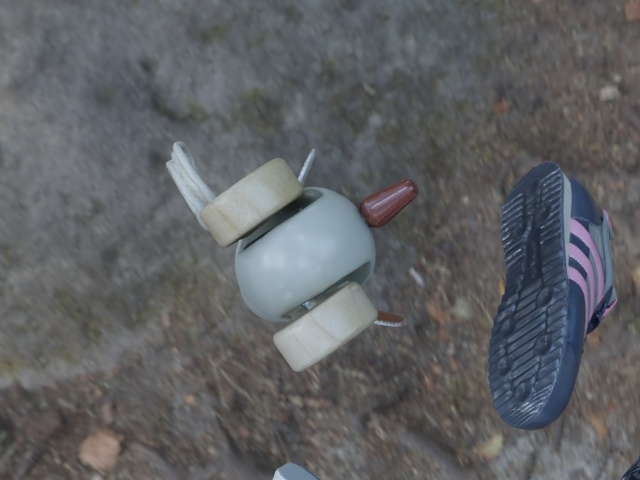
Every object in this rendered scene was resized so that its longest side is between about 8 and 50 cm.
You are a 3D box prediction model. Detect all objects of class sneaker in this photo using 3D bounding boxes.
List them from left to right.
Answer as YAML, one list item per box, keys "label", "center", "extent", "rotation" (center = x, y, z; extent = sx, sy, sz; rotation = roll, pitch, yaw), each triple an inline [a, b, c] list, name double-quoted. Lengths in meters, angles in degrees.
- label: "sneaker"
  center: [0.251, 0.069, 1.694]
  extent: [0.112, 0.131, 0.319]
  rotation: [-29, 37, 41]

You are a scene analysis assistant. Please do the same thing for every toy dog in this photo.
- label: "toy dog"
  center: [0.000, 0.000, 1.427]
  extent: [0.161, 0.220, 0.334]
  rotation: [-30, 19, -4]

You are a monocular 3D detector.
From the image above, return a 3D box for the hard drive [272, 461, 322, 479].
- label: "hard drive"
  center: [-0.008, 0.412, 1.770]
  extent: [0.203, 0.040, 0.308]
  rotation: [34, 120, 26]

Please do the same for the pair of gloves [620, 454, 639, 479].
- label: "pair of gloves"
  center: [0.244, 0.191, 1.223]
  extent: [0.074, 0.010, 0.083]
  rotation: [-60, 30, 20]
